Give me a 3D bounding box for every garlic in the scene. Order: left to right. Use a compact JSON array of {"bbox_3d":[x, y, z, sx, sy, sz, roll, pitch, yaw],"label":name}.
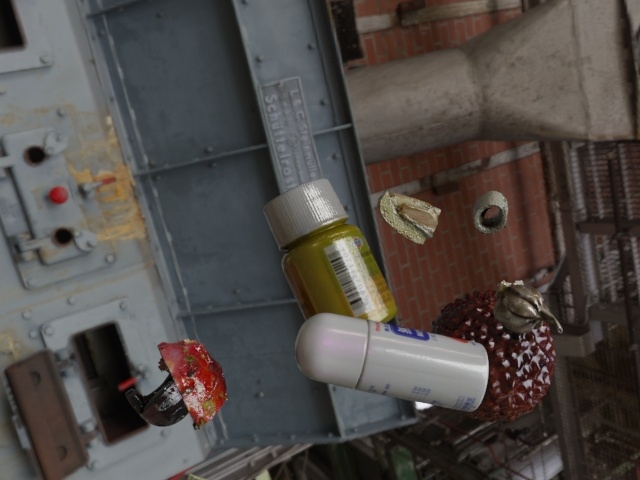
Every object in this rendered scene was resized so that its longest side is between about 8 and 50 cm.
[{"bbox_3d":[0.528,0.187,1.440,0.194,0.131,0.127,33,-74,49],"label":"garlic"}]

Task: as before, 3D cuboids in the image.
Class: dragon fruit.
[{"bbox_3d":[-0.313,0.315,1.406,0.274,0.126,0.161,41,-23,52],"label":"dragon fruit"}]

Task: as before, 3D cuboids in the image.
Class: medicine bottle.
[{"bbox_3d":[0.017,0.056,1.435,0.384,0.224,0.224,64,-27,5],"label":"medicine bottle"},{"bbox_3d":[0.121,0.218,1.049,0.130,0.340,0.130,-169,-90,-87],"label":"medicine bottle"}]

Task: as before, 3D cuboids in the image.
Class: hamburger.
[{"bbox_3d":[0.263,-0.080,1.859,0.155,0.207,0.135,-145,-107,-72],"label":"hamburger"}]

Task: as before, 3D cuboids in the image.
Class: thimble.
[{"bbox_3d":[0.526,-0.086,1.775,0.102,0.090,0.115,35,-55,-5],"label":"thimble"}]

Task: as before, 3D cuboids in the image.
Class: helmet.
[{"bbox_3d":[-0.505,0.501,1.856,0.193,0.189,0.216,49,-15,-9],"label":"helmet"}]

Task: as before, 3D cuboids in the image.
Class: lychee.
[{"bbox_3d":[0.545,0.399,1.901,0.424,0.424,0.500,43,-62,43],"label":"lychee"}]

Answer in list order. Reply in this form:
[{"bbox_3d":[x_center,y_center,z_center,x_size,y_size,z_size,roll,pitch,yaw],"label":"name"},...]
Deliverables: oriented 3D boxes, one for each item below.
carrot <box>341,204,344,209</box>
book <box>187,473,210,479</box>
[{"bbox_3d":[0.000,0.000,1.684,0.043,0.043,0.248,29,-92,53],"label":"carrot"},{"bbox_3d":[-0.238,0.642,1.151,0.026,0.289,0.201,-9,-36,39],"label":"book"}]
